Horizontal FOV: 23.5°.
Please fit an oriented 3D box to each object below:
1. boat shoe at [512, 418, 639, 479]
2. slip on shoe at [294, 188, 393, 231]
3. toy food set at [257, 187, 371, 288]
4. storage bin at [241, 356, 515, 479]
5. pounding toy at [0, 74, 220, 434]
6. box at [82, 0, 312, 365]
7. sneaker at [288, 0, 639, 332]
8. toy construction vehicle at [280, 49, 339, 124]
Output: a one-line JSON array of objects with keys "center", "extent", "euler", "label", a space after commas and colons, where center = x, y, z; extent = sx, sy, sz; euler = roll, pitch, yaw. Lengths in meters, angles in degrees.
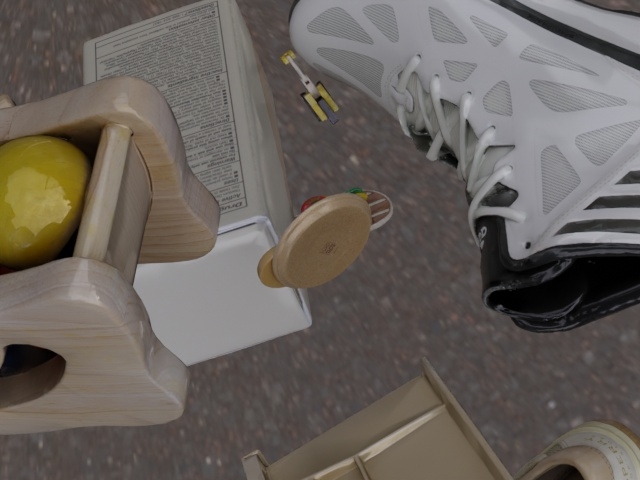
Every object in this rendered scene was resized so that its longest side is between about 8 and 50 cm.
[{"center": [0.122, 0.252, 1.124], "extent": [0.109, 0.098, 0.302], "euler": [48, 119, 22], "label": "boat shoe"}, {"center": [0.018, -0.019, 1.718], "extent": [0.135, 0.041, 0.051], "euler": [-22, 72, 10], "label": "slip on shoe"}, {"center": [0.000, 0.000, 1.039], "extent": [0.082, 0.020, 0.083], "euler": [-5, 131, -42], "label": "toy food set"}, {"center": [0.091, 0.229, 0.780], "extent": [0.123, 0.260, 0.262], "euler": [-31, 106, 0], "label": "storage bin"}, {"center": [-0.160, -0.023, 0.544], "extent": [0.269, 0.155, 0.154], "euler": [-8, 150, 30], "label": "pounding toy"}, {"center": [-0.106, -0.054, 1.249], "extent": [0.148, 0.311, 0.121], "euler": [-17, 131, 7], "label": "box"}, {"center": [0.131, -0.084, 1.256], "extent": [0.257, 0.447, 0.169], "euler": [-59, 153, -27], "label": "sneaker"}, {"center": [0.020, -0.154, 1.445], "extent": [0.086, 0.035, 0.098], "euler": [-34, 109, 3], "label": "toy construction vehicle"}]
